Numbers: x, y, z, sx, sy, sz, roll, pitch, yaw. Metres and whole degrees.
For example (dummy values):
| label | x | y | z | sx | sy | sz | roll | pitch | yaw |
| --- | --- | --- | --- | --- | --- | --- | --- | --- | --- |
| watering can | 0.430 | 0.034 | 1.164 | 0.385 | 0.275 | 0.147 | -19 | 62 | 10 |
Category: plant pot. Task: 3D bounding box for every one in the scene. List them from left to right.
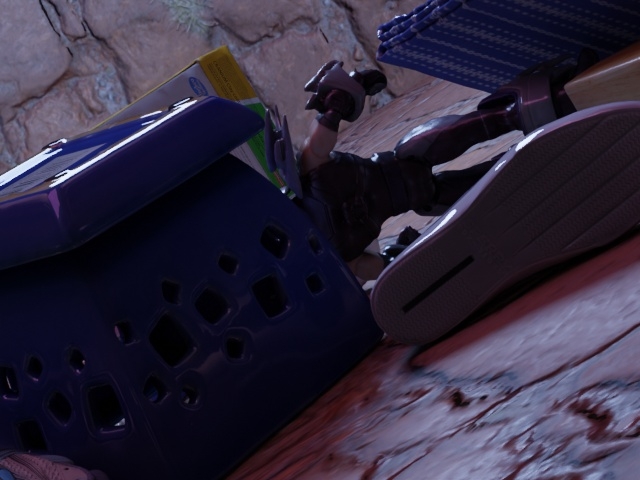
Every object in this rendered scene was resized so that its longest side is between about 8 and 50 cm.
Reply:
| label | x | y | z | sx | sy | sz | roll | pitch | yaw |
| --- | --- | --- | --- | --- | --- | --- | --- | --- | --- |
| plant pot | -0.138 | 0.041 | 1.280 | 0.236 | 0.212 | 0.236 | -12 | 17 | 43 |

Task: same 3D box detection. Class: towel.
| label | x | y | z | sx | sy | sz | roll | pitch | yaw |
| --- | --- | --- | --- | --- | --- | --- | --- | --- | --- |
| towel | 0.212 | -0.160 | 1.346 | 0.336 | 0.243 | 0.040 | 154 | 127 | -64 |

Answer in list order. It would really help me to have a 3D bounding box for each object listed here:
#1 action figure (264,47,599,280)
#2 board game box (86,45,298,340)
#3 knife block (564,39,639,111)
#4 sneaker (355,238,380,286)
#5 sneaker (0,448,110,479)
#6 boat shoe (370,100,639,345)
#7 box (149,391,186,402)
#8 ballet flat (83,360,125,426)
| label | x | y | z | sx | sy | sz | roll | pitch | yaw |
| --- | --- | --- | --- | --- | --- | --- | --- | --- | --- |
| action figure | 0.072 | -0.048 | 1.360 | 0.285 | 0.185 | 0.099 | -17 | 32 | 0 |
| board game box | -0.171 | -0.046 | 2.171 | 0.316 | 0.242 | 0.064 | -27 | 6 | 35 |
| knife block | 0.258 | -0.096 | 1.105 | 0.275 | 0.088 | 0.242 | -28 | 6 | 26 |
| sneaker | 0.000 | 0.000 | 1.641 | 0.151 | 0.094 | 0.256 | -32 | 6 | -35 |
| sneaker | -0.165 | 0.165 | 1.065 | 0.122 | 0.110 | 0.283 | -9 | 11 | -15 |
| boat shoe | 0.126 | -0.020 | 1.185 | 0.226 | 0.083 | 0.076 | -31 | 7 | 17 |
| box | -0.154 | 0.138 | 1.618 | 0.136 | 0.028 | 0.081 | -24 | 9 | 37 |
| ballet flat | -0.202 | 0.139 | 1.487 | 0.091 | 0.077 | 0.241 | -35 | 14 | -5 |
